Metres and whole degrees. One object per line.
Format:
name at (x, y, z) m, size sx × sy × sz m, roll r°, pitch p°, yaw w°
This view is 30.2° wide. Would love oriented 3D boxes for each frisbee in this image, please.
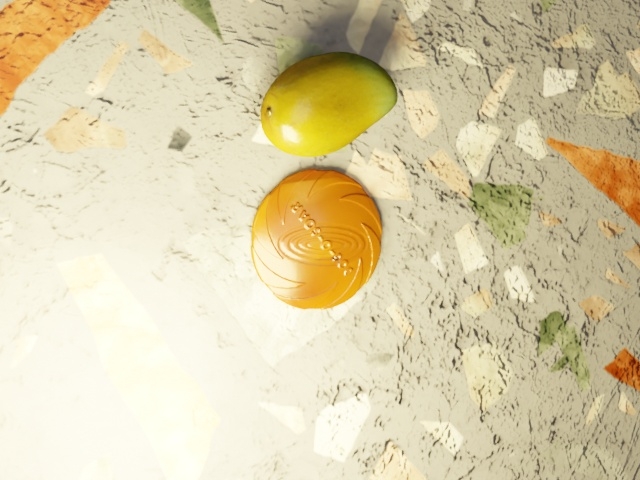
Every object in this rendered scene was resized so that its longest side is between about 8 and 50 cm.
frisbee at (0.000, 0.000, 1.586) m, size 0.192 × 0.035 × 0.192 m, roll -2°, pitch 96°, yaw -22°

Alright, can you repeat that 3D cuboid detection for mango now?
mango at (0.012, -0.178, 1.539) m, size 0.194 × 0.092 × 0.130 m, roll -11°, pitch 99°, yaw -26°
